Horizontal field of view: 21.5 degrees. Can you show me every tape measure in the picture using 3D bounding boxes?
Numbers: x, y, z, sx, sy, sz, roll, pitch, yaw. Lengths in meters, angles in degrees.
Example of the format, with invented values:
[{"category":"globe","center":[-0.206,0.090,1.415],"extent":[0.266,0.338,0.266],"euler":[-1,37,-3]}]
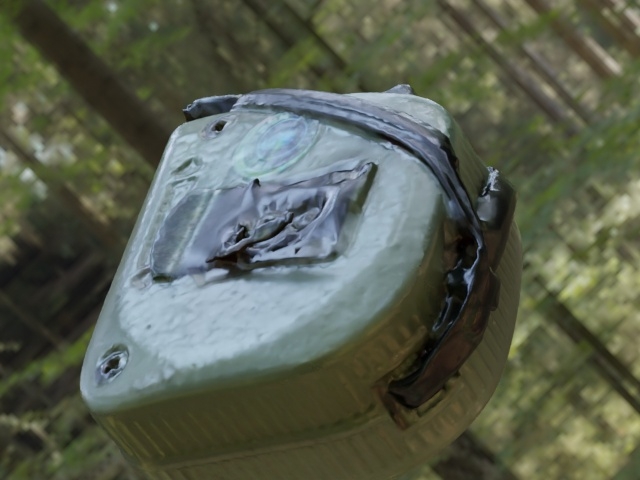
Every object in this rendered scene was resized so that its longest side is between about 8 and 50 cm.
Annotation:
[{"category":"tape measure","center":[0.000,0.000,0.802],"extent":[0.207,0.115,0.235],"euler":[-16,39,29]}]
